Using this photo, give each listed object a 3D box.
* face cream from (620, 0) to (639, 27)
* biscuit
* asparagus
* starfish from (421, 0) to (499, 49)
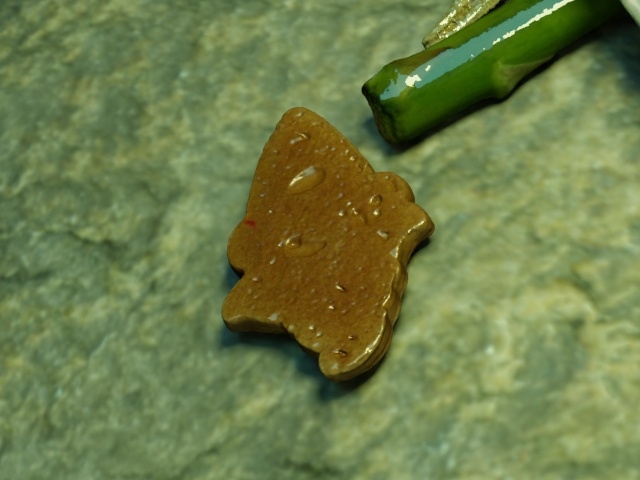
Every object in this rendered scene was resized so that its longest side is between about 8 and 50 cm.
[{"bbox_3d":[0.266,-0.289,1.469,0.234,0.137,0.420,-18,53,-23],"label":"face cream"},{"bbox_3d":[0.000,0.000,1.460,0.183,0.043,0.280,-20,46,7],"label":"biscuit"},{"bbox_3d":[0.162,-0.168,1.489,0.277,0.060,0.067,-32,61,2],"label":"asparagus"},{"bbox_3d":[0.138,-0.275,1.582,0.138,0.050,0.247,32,69,36],"label":"starfish"}]
